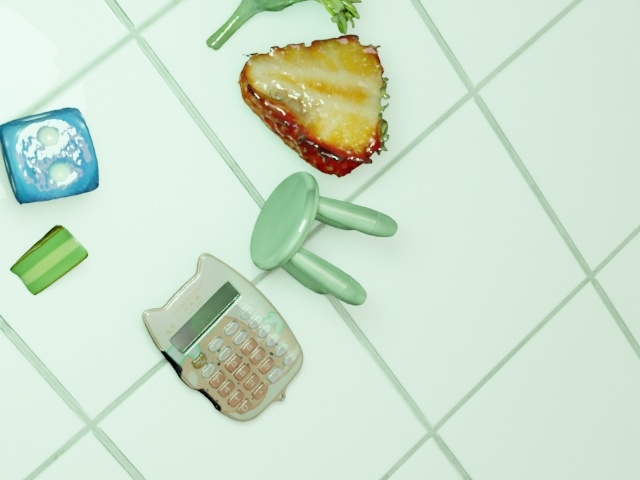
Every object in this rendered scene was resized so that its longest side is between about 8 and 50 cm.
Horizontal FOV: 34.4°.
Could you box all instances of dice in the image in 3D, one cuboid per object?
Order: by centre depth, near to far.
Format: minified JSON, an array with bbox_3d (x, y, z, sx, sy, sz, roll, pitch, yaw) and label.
[{"bbox_3d":[-0.453,-0.142,1.729,0.143,0.146,0.146,-15,100,-20],"label":"dice"}]

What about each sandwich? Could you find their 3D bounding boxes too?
[{"bbox_3d":[-0.467,0.036,1.776,0.116,0.074,0.074,-45,109,-14],"label":"sandwich"}]

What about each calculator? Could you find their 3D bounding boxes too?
[{"bbox_3d":[-0.174,0.191,1.934,0.220,0.048,0.330,-46,112,-15],"label":"calculator"}]

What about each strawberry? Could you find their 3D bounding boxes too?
[{"bbox_3d":[-0.009,-0.231,1.917,0.280,0.150,0.254,-12,80,-20],"label":"strawberry"}]

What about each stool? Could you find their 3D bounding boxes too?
[{"bbox_3d":[0.000,0.000,1.909,0.198,0.195,0.195,28,83,-24],"label":"stool"}]

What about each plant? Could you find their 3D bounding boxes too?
[{"bbox_3d":[-0.056,-0.471,1.877,0.261,0.306,0.297,-14,143,-42],"label":"plant"}]
